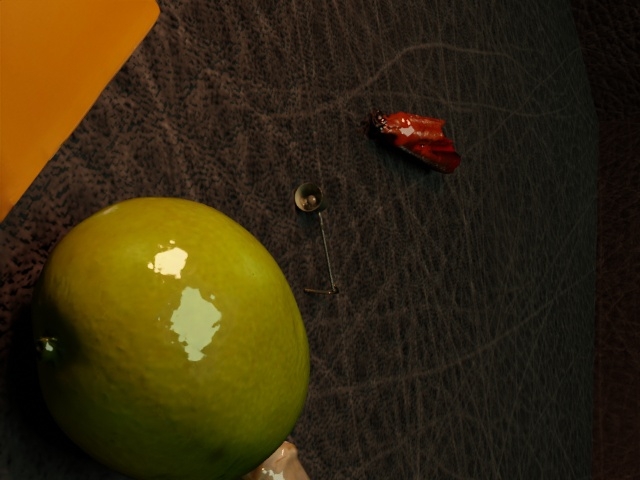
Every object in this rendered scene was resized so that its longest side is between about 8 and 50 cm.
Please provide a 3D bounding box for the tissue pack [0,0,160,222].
[{"bbox_3d":[-0.225,-0.161,0.364,0.274,0.145,0.194,64,35,-36],"label":"tissue pack"}]

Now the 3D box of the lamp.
[{"bbox_3d":[0.000,-0.001,0.900,0.054,0.041,0.121,17,66,-71],"label":"lamp"}]

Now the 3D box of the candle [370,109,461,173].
[{"bbox_3d":[0.141,-0.147,1.182,0.301,0.059,0.084,-2,77,-63],"label":"candle"}]

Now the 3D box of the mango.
[{"bbox_3d":[-0.090,0.085,0.578,0.273,0.149,0.185,58,34,-49],"label":"mango"}]

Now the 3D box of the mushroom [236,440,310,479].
[{"bbox_3d":[0.001,0.337,0.764,0.351,0.097,0.109,68,30,-24],"label":"mushroom"}]
